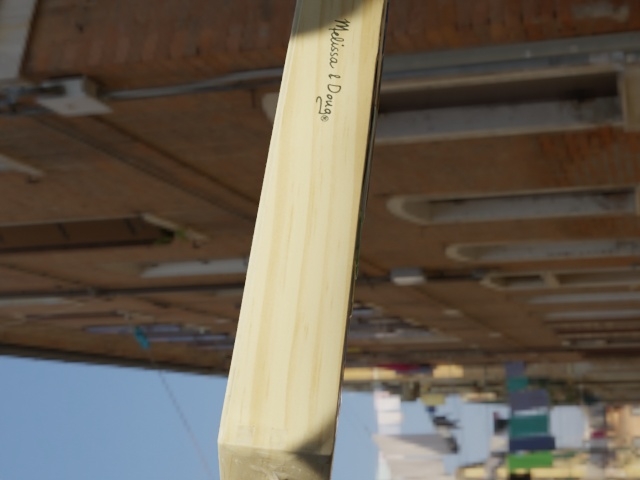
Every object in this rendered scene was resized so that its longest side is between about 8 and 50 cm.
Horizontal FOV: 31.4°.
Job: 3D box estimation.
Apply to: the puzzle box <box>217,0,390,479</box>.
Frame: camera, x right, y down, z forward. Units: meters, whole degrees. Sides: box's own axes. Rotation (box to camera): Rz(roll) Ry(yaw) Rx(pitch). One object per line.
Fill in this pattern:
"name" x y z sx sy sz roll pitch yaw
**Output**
"puzzle box" 0.000 0.000 0.692 0.272 0.052 0.409 94 -177 -56
